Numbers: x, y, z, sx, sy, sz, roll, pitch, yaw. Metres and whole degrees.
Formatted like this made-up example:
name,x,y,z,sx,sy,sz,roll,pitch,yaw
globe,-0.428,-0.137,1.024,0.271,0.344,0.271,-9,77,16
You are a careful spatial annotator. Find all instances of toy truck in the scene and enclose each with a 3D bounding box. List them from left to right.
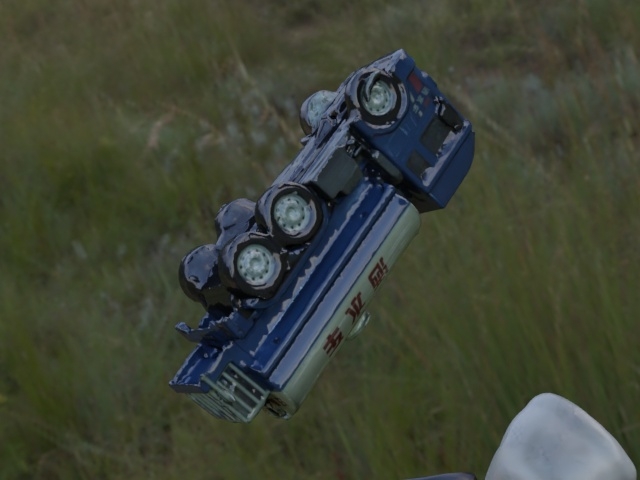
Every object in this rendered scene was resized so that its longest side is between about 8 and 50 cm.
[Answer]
name,x,y,z,sx,sy,sz,roll,pitch,yaw
toy truck,0.000,0.000,0.636,0.201,0.088,0.074,-55,15,-20

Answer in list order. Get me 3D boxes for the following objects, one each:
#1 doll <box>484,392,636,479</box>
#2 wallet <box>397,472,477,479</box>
name,x,y,z,sx,sy,sz,roll,pitch,yaw
doll,0.071,0.264,0.638,0.348,0.161,0.423,2,42,26
wallet,-0.069,0.110,0.294,0.230,0.042,0.124,-9,30,5
